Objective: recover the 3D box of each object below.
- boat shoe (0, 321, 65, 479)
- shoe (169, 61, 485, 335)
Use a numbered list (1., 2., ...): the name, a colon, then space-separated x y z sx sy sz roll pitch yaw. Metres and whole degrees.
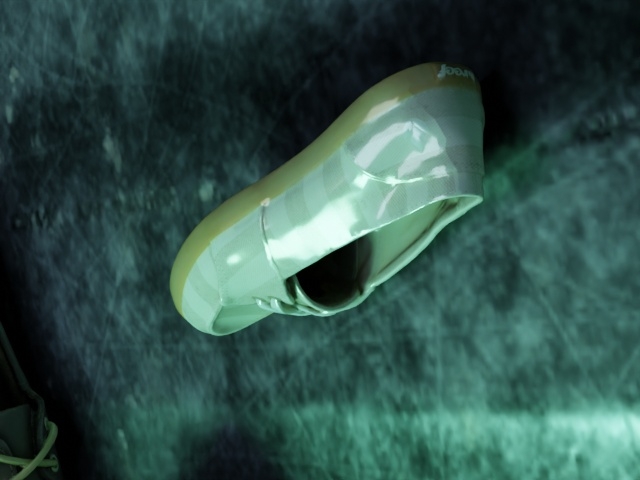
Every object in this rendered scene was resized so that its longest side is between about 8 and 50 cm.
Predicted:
1. boat shoe: -0.221 0.121 1.034 0.096 0.116 0.324 -35 78 36
2. shoe: 0.000 0.000 0.736 0.219 0.076 0.058 -41 63 48
